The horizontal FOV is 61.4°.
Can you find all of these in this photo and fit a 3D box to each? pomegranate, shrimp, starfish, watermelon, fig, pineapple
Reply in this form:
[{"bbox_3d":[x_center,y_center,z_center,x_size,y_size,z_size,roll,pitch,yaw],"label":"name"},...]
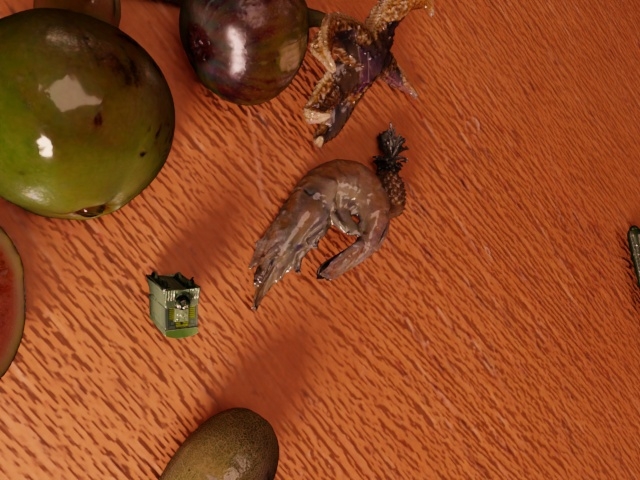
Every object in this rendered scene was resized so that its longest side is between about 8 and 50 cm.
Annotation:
[{"bbox_3d":[-0.214,-0.140,0.496,0.189,0.159,0.241,36,62,-19],"label":"pomegranate"},{"bbox_3d":[0.000,0.000,0.631,0.126,0.047,0.223,33,73,5],"label":"shrimp"},{"bbox_3d":[0.058,-0.219,0.672,0.071,0.216,0.238,38,89,22],"label":"starfish"},{"bbox_3d":[-0.312,0.050,0.467,0.068,0.087,0.164,-8,83,3],"label":"watermelon"},{"bbox_3d":[-0.041,-0.242,0.625,0.245,0.149,0.149,-25,94,-40],"label":"fig"},{"bbox_3d":[0.086,-0.092,0.711,0.058,0.058,0.125,18,60,-24],"label":"pineapple"}]

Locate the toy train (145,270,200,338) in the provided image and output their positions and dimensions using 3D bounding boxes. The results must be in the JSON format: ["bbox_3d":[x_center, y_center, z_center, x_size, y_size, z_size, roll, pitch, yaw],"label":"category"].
[{"bbox_3d":[-0.148,0.061,0.535,0.038,0.093,0.057,-1,96,-29],"label":"toy train"}]

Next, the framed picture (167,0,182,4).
[{"bbox_3d":[-0.242,-0.365,0.576,0.265,0.018,0.192,-1,81,-36],"label":"framed picture"}]

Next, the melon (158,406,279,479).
[{"bbox_3d":[-0.106,0.240,0.524,0.099,0.099,0.162,44,68,-14],"label":"melon"}]

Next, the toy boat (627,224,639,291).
[{"bbox_3d":[0.589,0.062,0.939,0.104,0.052,0.211,-9,85,-31],"label":"toy boat"}]
